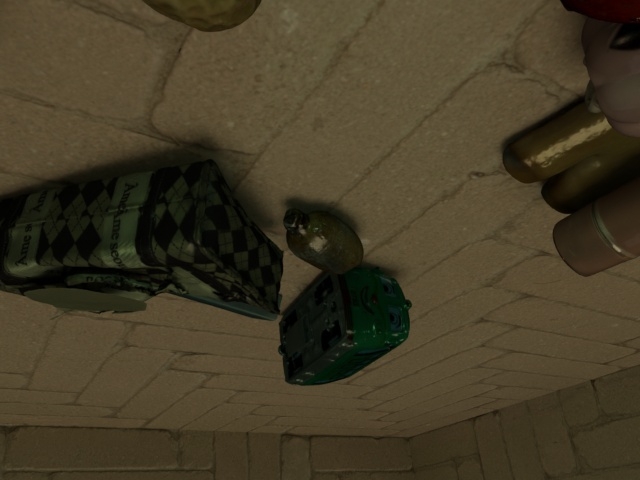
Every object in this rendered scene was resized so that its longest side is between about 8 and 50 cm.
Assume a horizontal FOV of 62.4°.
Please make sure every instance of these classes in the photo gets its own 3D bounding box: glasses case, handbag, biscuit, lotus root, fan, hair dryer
[{"bbox_3d":[-0.213,0.127,1.147,0.105,0.056,0.266,-30,142,34],"label":"glasses case"},{"bbox_3d":[-0.294,0.030,0.867,0.417,0.180,0.316,-7,153,16],"label":"handbag"},{"bbox_3d":[0.448,-0.143,0.789,0.291,0.062,0.237,-31,142,35],"label":"biscuit"},{"bbox_3d":[0.000,0.000,0.937,0.113,0.088,0.192,-16,148,29],"label":"lotus root"},{"bbox_3d":[-0.410,0.110,0.880,0.182,0.010,0.310,18,155,-37],"label":"fan"},{"bbox_3d":[0.556,-0.053,0.876,0.345,0.106,0.189,-16,163,-37],"label":"hair dryer"}]

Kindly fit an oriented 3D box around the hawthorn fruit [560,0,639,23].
[{"bbox_3d":[0.277,-0.269,0.443,0.185,0.185,0.202,-5,164,0],"label":"hawthorn fruit"}]

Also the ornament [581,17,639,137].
[{"bbox_3d":[0.362,-0.199,0.573,0.178,0.177,0.177,-4,150,-2],"label":"ornament"}]

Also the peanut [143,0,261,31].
[{"bbox_3d":[-0.131,-0.283,0.406,0.136,0.120,0.298,-8,152,14],"label":"peanut"}]

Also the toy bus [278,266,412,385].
[{"bbox_3d":[0.051,0.199,1.186,0.200,0.183,0.343,7,149,-25],"label":"toy bus"}]
